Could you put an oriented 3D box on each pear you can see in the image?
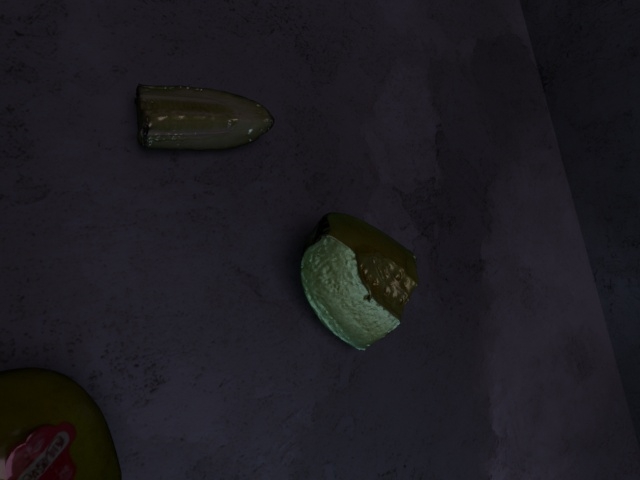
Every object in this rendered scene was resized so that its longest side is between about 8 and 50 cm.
[{"bbox_3d":[-0.485,0.380,0.743,0.287,0.288,0.375,-52,129,-28],"label":"pear"}]

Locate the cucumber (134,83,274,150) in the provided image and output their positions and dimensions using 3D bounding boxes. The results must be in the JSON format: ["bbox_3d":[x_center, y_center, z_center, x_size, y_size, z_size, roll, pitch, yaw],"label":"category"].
[{"bbox_3d":[-0.281,-0.292,1.090,0.326,0.105,0.145,-10,59,-32],"label":"cucumber"}]

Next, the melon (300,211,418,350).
[{"bbox_3d":[0.096,0.075,1.168,0.343,0.226,0.331,43,77,-16],"label":"melon"}]
